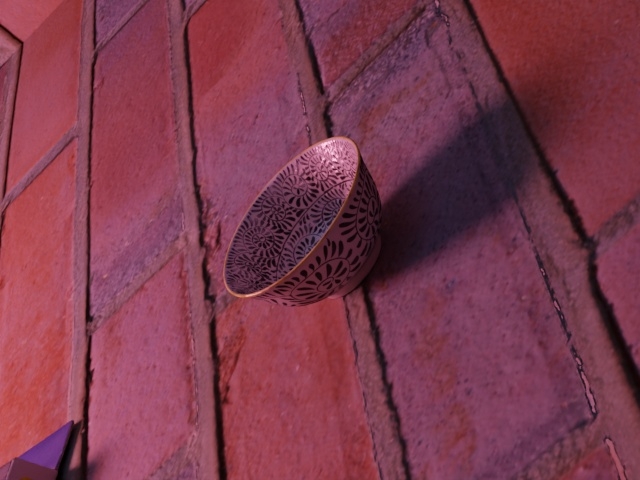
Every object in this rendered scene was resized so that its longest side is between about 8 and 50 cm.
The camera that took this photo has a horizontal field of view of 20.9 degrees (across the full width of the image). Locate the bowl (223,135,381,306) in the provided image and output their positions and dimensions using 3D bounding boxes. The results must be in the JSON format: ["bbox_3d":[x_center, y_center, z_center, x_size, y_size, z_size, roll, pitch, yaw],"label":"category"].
[{"bbox_3d":[0.000,0.000,1.523,0.170,0.080,0.170,-39,27,24],"label":"bowl"}]

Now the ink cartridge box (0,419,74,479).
[{"bbox_3d":[-0.393,0.342,1.744,0.303,0.072,0.307,-34,32,33],"label":"ink cartridge box"}]
